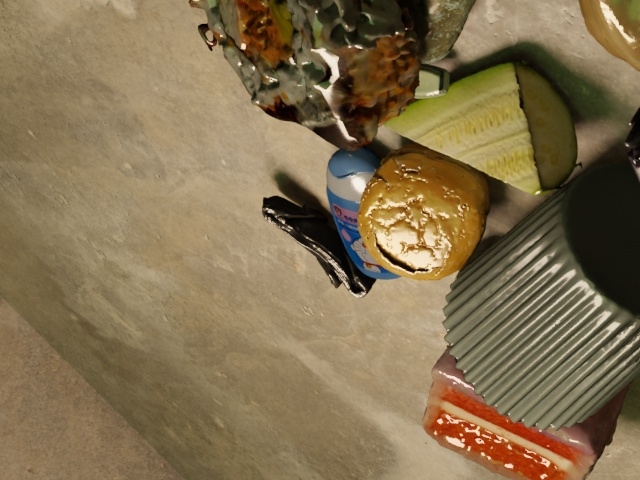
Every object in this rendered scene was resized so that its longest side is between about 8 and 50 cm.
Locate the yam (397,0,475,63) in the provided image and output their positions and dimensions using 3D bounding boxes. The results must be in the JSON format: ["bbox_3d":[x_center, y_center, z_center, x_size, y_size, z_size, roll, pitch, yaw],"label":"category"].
[{"bbox_3d":[0.147,-0.315,1.640,0.107,0.107,0.194,32,149,7],"label":"yam"}]

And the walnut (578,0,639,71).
[{"bbox_3d":[0.388,-0.326,1.182,0.381,0.381,0.381,25,147,18],"label":"walnut"}]

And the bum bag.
[{"bbox_3d":[0.000,0.000,2.203,0.248,0.123,0.060,43,115,-9],"label":"bum bag"}]

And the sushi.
[{"bbox_3d":[-0.026,-0.324,1.646,0.417,0.176,0.417,48,155,31],"label":"sushi"}]

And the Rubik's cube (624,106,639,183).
[{"bbox_3d":[0.548,-0.095,1.360,0.310,0.305,0.307,2,138,39],"label":"Rubik's cube"}]

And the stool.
[{"bbox_3d":[0.375,0.076,1.776,0.297,0.297,0.330,37,145,0],"label":"stool"}]

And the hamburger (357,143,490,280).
[{"bbox_3d":[0.161,-0.039,1.937,0.214,0.108,0.214,6,110,17],"label":"hamburger"}]

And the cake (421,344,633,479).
[{"bbox_3d":[0.346,0.250,2.078,0.309,0.230,0.237,27,149,14],"label":"cake"}]

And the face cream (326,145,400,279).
[{"bbox_3d":[0.083,-0.051,2.077,0.149,0.083,0.264,10,140,30],"label":"face cream"}]

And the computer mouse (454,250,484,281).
[{"bbox_3d":[0.260,0.056,1.996,0.089,0.182,0.056,24,112,7],"label":"computer mouse"}]

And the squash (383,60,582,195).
[{"bbox_3d":[0.232,-0.125,1.786,0.288,0.111,0.203,-25,72,51],"label":"squash"}]

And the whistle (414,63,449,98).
[{"bbox_3d":[0.088,-0.237,1.831,0.235,0.077,0.114,8,97,37],"label":"whistle"}]
